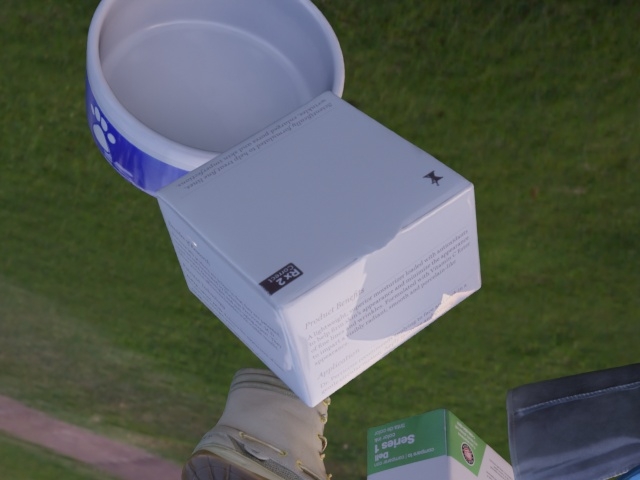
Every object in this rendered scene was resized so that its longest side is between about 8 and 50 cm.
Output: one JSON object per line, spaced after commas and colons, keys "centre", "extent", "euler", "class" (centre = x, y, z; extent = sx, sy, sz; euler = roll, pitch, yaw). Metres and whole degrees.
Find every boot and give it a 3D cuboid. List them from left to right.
{"centre": [-0.007, 0.209, 0.956], "extent": [0.213, 0.165, 0.077], "euler": [31, 117, -3], "class": "boot"}
{"centre": [0.251, 0.107, 0.832], "extent": [0.208, 0.190, 0.076], "euler": [-23, 120, 29], "class": "boot"}

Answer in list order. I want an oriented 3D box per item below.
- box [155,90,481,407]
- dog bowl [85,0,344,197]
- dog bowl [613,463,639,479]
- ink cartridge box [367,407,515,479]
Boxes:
{"centre": [0.000, 0.000, 0.837], "extent": [0.182, 0.181, 0.119], "euler": [39, 153, 40], "class": "box"}
{"centre": [-0.114, -0.167, 1.115], "extent": [0.264, 0.265, 0.104], "euler": [17, 147, -6], "class": "dog bowl"}
{"centre": [0.209, 0.190, 0.567], "extent": [0.297, 0.166, 0.074], "euler": [-31, 176, -2], "class": "dog bowl"}
{"centre": [0.149, 0.370, 1.231], "extent": [0.117, 0.278, 0.201], "euler": [-20, 137, 27], "class": "ink cartridge box"}
